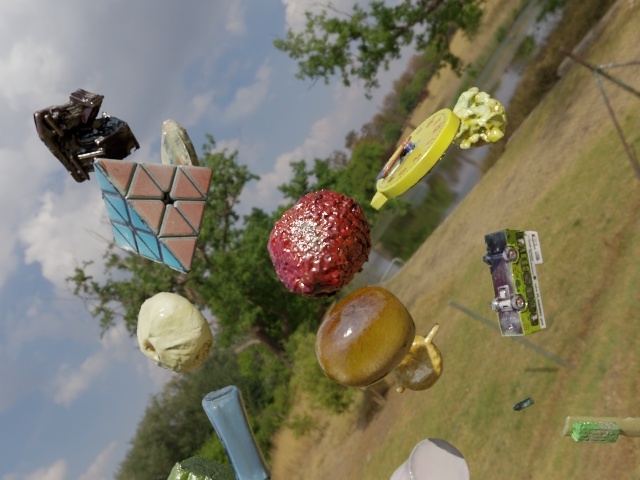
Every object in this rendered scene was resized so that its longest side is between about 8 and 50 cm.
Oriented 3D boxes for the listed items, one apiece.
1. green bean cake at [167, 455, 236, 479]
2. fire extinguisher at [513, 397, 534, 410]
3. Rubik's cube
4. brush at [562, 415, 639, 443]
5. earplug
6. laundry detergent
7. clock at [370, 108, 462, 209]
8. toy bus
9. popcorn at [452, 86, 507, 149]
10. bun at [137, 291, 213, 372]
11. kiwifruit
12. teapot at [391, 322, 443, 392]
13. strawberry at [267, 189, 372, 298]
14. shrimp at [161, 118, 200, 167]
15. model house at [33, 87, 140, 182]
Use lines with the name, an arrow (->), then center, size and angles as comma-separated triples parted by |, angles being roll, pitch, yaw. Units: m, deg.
green bean cake -> -0.278, 0.682, 1.552 | 0.250, 0.247, 0.156 | 79, -149, -76
fire extinguisher -> 0.687, 0.563, 2.020 | 0.083, 0.025, 0.038 | -18, -9, -21
Rubik's cube -> -0.386, -0.066, 1.375 | 0.233, 0.229, 0.228 | -106, 24, -81
brush -> 0.697, 0.438, 1.369 | 0.048, 0.283, 0.054 | -118, 36, -66
earplug -> 0.275, 0.689, 1.663 | 0.172, 0.172, 0.301 | -57, -5, -39
laundry detergent -> -0.185, 0.490, 1.381 | 0.094, 0.289, 0.143 | -21, 0, -19
clock -> 0.239, -0.231, 1.545 | 0.293, 0.071, 0.277 | -41, 16, 37
toy bus -> 0.565, 0.118, 1.702 | 0.113, 0.139, 0.301 | -22, 73, 63
popcorn -> 0.493, -0.365, 1.850 | 0.187, 0.186, 0.167 | -58, -24, -31
bun -> -0.625, 0.397, 2.437 | 0.202, 0.364, 0.364 | -43, -14, -48
kiwifruit -> 0.094, 0.217, 1.314 | 0.234, 0.196, 0.196 | -43, -4, -4
teapot -> 0.361, 0.437, 2.204 | 0.311, 0.203, 0.167 | -64, -11, 9
strawberry -> 0.009, 0.027, 1.456 | 0.274, 0.274, 0.220 | -61, 26, 21
shrimp -> -0.480, -0.256, 2.001 | 0.445, 0.110, 0.221 | 54, 139, 48
model house -> -0.535, -0.248, 1.373 | 0.203, 0.164, 0.141 | 62, -154, -54
